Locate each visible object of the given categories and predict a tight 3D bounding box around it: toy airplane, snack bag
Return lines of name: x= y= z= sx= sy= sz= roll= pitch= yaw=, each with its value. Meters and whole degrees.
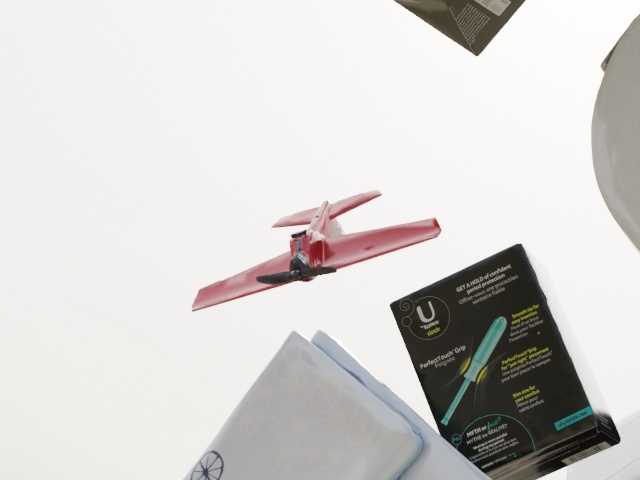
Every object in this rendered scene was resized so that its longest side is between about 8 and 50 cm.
toy airplane: x=0.000 y=0.000 z=1.092 sx=0.151 sy=0.151 sz=0.028 roll=-6 pitch=-74 yaw=55
snack bag: x=-0.018 y=0.257 z=1.368 sx=0.037 sy=0.323 sz=0.342 roll=38 pitch=0 yaw=-40

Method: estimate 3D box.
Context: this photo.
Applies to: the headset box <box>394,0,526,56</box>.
headset box: x=0.208 y=-0.349 z=1.832 sx=0.110 sy=0.293 sz=0.218 roll=34 pitch=-22 yaw=-3

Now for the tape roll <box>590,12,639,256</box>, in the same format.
tape roll: x=0.420 y=-0.109 z=1.651 sx=0.392 sy=0.392 sz=0.072 roll=9 pitch=-24 yaw=37

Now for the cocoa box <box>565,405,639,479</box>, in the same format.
cocoa box: x=0.404 y=0.300 z=1.735 sx=0.347 sy=0.231 sz=0.228 roll=54 pitch=14 yaw=-5

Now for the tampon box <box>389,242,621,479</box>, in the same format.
tampon box: x=0.148 y=0.106 z=1.542 sx=0.120 sy=0.161 sz=0.101 roll=-25 pitch=-21 yaw=11
